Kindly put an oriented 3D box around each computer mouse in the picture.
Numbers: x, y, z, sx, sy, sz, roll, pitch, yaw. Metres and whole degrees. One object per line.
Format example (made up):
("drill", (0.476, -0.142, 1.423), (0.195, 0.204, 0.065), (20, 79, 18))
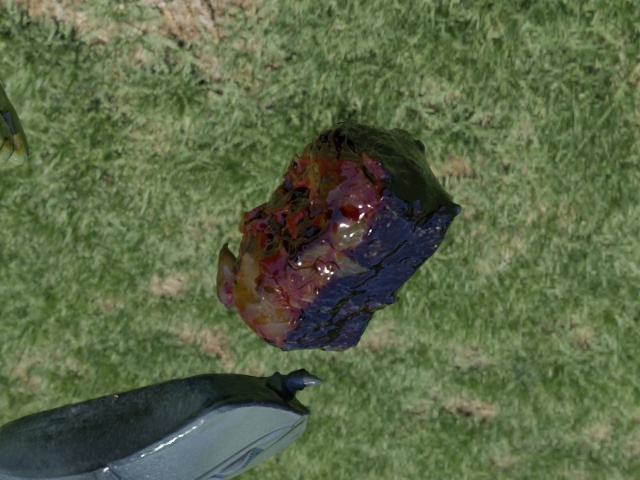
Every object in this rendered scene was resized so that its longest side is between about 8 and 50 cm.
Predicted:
("computer mouse", (-0.100, 0.131, 0.515), (0.229, 0.068, 0.113), (-16, 159, 19))

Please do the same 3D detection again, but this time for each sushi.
("sushi", (0.000, 0.000, 1.020), (0.182, 0.196, 0.343), (14, 135, -28))

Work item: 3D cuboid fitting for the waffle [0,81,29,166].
("waffle", (-0.207, -0.126, 0.380), (0.054, 0.204, 0.223), (-25, 169, 1))
